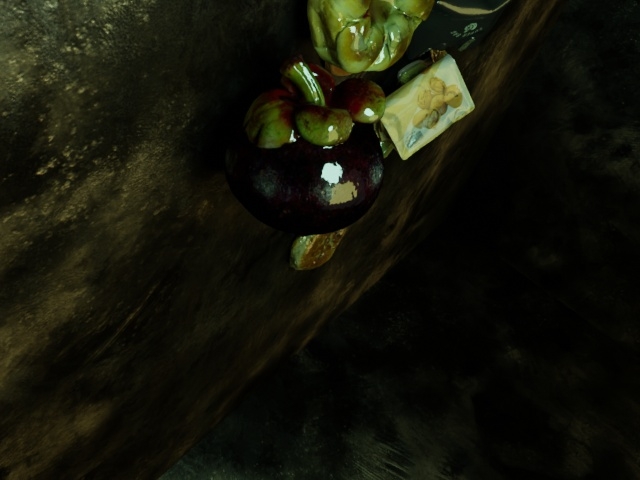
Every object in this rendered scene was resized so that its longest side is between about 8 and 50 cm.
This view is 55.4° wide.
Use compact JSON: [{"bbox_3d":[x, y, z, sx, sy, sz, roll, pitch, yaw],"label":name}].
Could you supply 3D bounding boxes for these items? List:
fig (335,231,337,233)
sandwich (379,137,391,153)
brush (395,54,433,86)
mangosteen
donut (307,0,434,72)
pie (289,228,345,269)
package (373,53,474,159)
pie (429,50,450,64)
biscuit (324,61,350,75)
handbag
[{"bbox_3d":[0.004,-0.093,2.082,0.170,0.146,0.274,-48,148,-8],"label":"fig"},{"bbox_3d":[0.238,-0.358,2.208,0.212,0.063,0.245,-52,177,39],"label":"sandwich"},{"bbox_3d":[0.367,-0.603,2.133,0.313,0.067,0.072,-40,158,-38],"label":"brush"},{"bbox_3d":[-0.028,-0.222,1.439,0.382,0.382,0.434,-28,135,-52],"label":"mangosteen"},{"bbox_3d":[0.123,-0.554,1.370,0.360,0.170,0.360,-37,147,-30],"label":"donut"},{"bbox_3d":[0.000,0.000,2.383,0.315,0.092,0.315,-44,159,-21],"label":"pie"},{"bbox_3d":[0.319,-0.455,2.043,0.311,0.165,0.221,-38,121,-3],"label":"package"},{"bbox_3d":[0.406,-0.644,2.118,0.191,0.033,0.088,28,74,-55],"label":"pie"},{"bbox_3d":[0.084,-0.528,1.612,0.186,0.036,0.192,-27,149,-50],"label":"biscuit"},{"bbox_3d":[0.407,-0.674,1.858,0.343,0.152,0.288,-13,159,-16],"label":"handbag"}]
